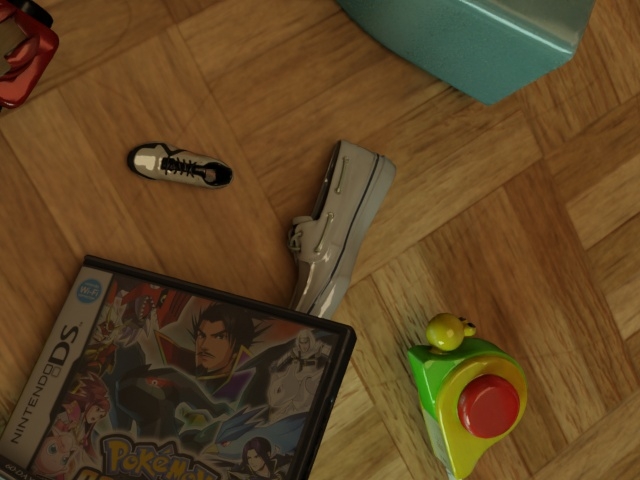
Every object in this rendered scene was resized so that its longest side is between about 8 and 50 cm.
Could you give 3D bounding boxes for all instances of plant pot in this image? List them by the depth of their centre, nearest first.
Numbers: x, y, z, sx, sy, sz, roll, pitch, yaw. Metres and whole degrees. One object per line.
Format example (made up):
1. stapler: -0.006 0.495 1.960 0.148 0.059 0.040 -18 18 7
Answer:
1. plant pot: 0.133 -0.312 0.972 0.252 0.247 0.247 21 84 -8

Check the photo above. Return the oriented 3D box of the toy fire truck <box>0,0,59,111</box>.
1. toy fire truck: -0.317 -0.175 0.763 0.217 0.246 0.158 33 79 -23

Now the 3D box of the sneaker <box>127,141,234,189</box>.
1. sneaker: -0.135 -0.074 0.967 0.109 0.044 0.040 7 93 -23

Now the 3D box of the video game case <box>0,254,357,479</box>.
1. video game case: -0.136 0.157 0.861 0.275 0.035 0.248 14 67 17

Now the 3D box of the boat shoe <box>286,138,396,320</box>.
1. boat shoe: 0.000 0.000 1.024 0.076 0.083 0.226 29 70 -12

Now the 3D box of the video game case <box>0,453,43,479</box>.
1. video game case: -0.252 0.290 0.823 0.274 0.026 0.196 27 109 14

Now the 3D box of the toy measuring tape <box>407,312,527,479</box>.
1. toy measuring tape: 0.186 0.223 1.103 0.121 0.121 0.330 -25 112 -21
